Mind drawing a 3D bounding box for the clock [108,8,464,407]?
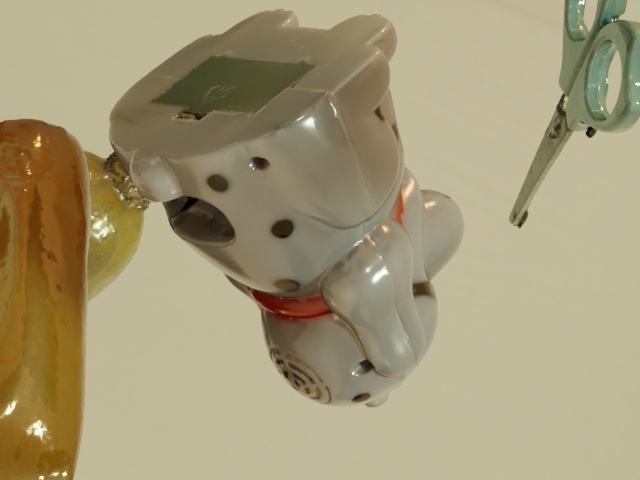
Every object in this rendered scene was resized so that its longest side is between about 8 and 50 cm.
[{"bbox_3d":[0.001,-0.004,1.110,0.254,0.189,0.189,60,32,-29],"label":"clock"}]

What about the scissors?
[{"bbox_3d":[0.233,-0.116,1.651,0.360,0.029,0.191,106,-22,-55],"label":"scissors"}]

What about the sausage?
[{"bbox_3d":[-0.211,0.075,1.200,0.112,0.112,0.328,111,-20,-66],"label":"sausage"}]

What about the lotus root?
[{"bbox_3d":[-0.290,0.008,1.742,0.169,0.342,0.151,58,4,-47],"label":"lotus root"}]
